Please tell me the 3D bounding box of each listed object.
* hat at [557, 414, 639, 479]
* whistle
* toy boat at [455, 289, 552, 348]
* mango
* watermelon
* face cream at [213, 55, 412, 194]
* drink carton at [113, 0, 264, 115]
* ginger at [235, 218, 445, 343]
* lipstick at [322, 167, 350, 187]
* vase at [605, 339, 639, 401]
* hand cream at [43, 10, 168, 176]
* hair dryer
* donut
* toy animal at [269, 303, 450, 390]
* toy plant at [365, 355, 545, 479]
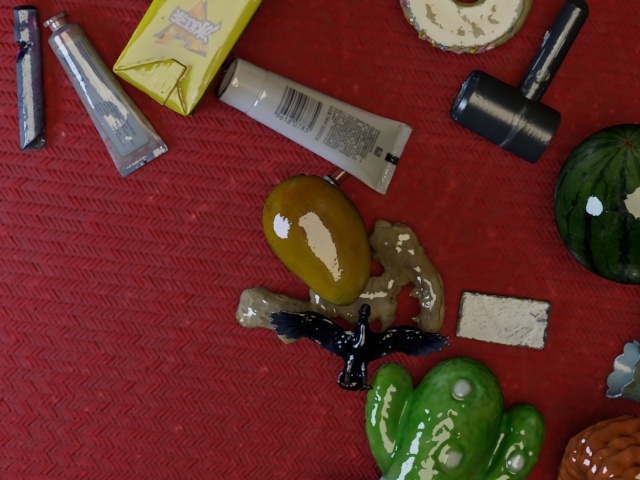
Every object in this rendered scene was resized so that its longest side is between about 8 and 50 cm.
[{"bbox_3d":[0.495,0.333,1.750,0.400,0.285,0.285,-8,94,-3],"label":"hat"},{"bbox_3d":[-0.355,-0.197,1.815,0.033,0.033,0.176,-3,94,-1],"label":"whistle"},{"bbox_3d":[0.228,0.099,1.856,0.115,0.016,0.063,8,94,-1],"label":"toy boat"},{"bbox_3d":[0.002,-0.005,1.770,0.163,0.089,0.111,43,89,2],"label":"mango"},{"bbox_3d":[0.372,-0.033,1.771,0.188,0.188,0.215,-14,129,0],"label":"watermelon"},{"bbox_3d":[-0.008,-0.147,1.798,0.243,0.058,0.092,25,83,-17],"label":"face cream"},{"bbox_3d":[-0.105,-0.317,1.749,0.111,0.154,0.351,31,93,-5],"label":"drink carton"},{"bbox_3d":[0.022,0.052,1.830,0.258,0.065,0.149,-4,82,5],"label":"ginger"},{"bbox_3d":[-0.005,-0.053,1.834,0.129,0.030,0.030,-43,94,-3],"label":"lipstick"},{"bbox_3d":[0.436,0.189,1.838,0.148,0.081,0.081,26,93,-7],"label":"vase"},{"bbox_3d":[-0.268,-0.183,1.817,0.067,0.043,0.210,-30,100,3],"label":"hand cream"},{"bbox_3d":[0.259,-0.213,1.793,0.124,0.071,0.219,30,102,-6],"label":"hair dryer"},{"bbox_3d":[0.174,-0.279,1.802,0.166,0.065,0.108,0,94,-2],"label":"donut"},{"bbox_3d":[0.045,0.129,1.782,0.220,0.062,0.108,5,89,-4],"label":"toy animal"},{"bbox_3d":[0.119,0.285,1.811,0.224,0.184,0.316,34,78,4],"label":"toy plant"}]
